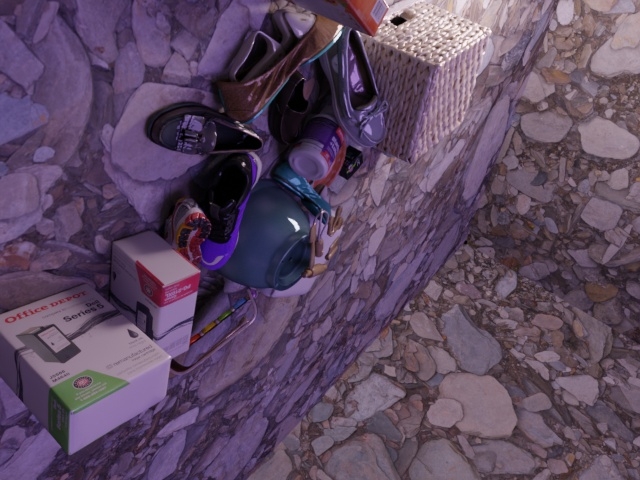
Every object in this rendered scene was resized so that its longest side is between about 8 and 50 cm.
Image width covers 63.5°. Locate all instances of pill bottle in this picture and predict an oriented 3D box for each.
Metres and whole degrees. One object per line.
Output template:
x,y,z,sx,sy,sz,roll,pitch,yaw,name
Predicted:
0.001,-0.260,1.350,0.108,0.108,0.193,85,26,-55,pill bottle

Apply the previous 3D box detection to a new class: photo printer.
-0.058,0.027,1.632,0.307,0.107,0.256,-61,156,11,photo printer

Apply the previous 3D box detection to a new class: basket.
0.251,-0.440,1.439,0.328,0.266,0.331,-40,153,-34,basket

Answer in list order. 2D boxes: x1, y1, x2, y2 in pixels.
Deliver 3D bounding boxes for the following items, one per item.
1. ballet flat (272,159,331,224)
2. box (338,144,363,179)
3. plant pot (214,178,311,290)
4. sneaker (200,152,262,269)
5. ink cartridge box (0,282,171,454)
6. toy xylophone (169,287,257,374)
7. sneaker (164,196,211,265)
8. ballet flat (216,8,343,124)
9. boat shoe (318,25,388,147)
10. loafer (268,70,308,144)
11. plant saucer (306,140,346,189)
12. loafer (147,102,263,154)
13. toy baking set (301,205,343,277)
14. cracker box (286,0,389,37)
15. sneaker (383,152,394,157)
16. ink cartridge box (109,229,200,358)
-0.028,-0.137,1.429,0.087,0.083,0.247,-53,130,-7,ballet flat
0.089,-0.246,1.635,0.083,0.052,0.062,-49,155,-19,box
-0.132,0.012,1.367,0.293,0.196,0.293,-42,152,-28,plant pot
-0.225,-0.063,1.156,0.146,0.102,0.293,-76,-174,-78,sneaker
-0.443,0.219,0.948,0.198,0.273,0.115,-25,139,-50,ink cartridge box
-0.293,0.257,1.422,0.322,0.081,0.236,-37,178,-17,toy xylophone
-0.307,-0.006,1.153,0.088,0.093,0.225,-4,144,-39,sneaker
-0.088,-0.394,1.074,0.342,0.116,0.124,-46,130,-12,ballet flat
0.093,-0.370,1.275,0.118,0.103,0.320,-36,123,-23,boat shoe
-0.072,-0.307,1.221,0.080,0.078,0.220,-43,153,-27,loafer
0.001,-0.224,1.515,0.200,0.037,0.200,-42,151,-29,plant saucer
-0.219,-0.218,1.049,0.267,0.084,0.096,-16,134,-56,loafer
-0.001,0.006,1.339,0.256,0.030,0.197,-23,129,-67,toy baking set
-0.004,-0.473,0.950,0.067,0.232,0.155,-61,156,8,cracker box
0.281,-0.399,1.742,0.256,0.094,0.151,-60,162,15,sneaker
-0.361,0.126,1.108,0.100,0.172,0.237,-25,142,-47,ink cartridge box
